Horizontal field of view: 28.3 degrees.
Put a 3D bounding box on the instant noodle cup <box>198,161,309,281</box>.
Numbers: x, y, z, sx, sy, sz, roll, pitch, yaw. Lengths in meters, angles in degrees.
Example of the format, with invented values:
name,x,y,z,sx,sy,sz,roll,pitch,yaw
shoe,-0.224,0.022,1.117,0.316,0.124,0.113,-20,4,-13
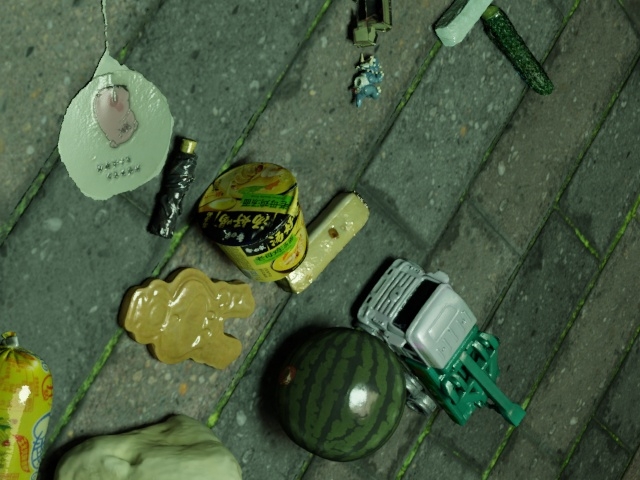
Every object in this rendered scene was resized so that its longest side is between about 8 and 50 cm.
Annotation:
name,x,y,z,sx,sy,sz,roll,pitch,yaw
instant noodle cup,-0.089,-0.020,1.822,0.151,0.151,0.122,-48,144,-21

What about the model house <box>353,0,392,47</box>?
name,x,y,z,sx,sy,sz,roll,pitch,yaw
model house,0.080,-0.336,1.928,0.058,0.057,0.083,-4,90,-71

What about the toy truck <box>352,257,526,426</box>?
name,x,y,z,sx,sy,sz,roll,pitch,yaw
toy truck,0.212,0.188,2.171,0.176,0.178,0.363,-53,132,-16

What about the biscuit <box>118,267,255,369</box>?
name,x,y,z,sx,sy,sz,roll,pitch,yaw
biscuit,-0.191,0.112,1.845,0.236,0.040,0.144,14,90,-49

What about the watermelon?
name,x,y,z,sx,sy,sz,roll,pitch,yaw
watermelon,0.032,0.237,1.985,0.212,0.212,0.212,-19,118,-39

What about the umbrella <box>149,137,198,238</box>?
name,x,y,z,sx,sy,sz,roll,pitch,yaw
umbrella,-0.199,-0.071,1.758,0.040,0.037,0.144,13,99,-33

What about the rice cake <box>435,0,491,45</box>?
name,x,y,z,sx,sy,sz,roll,pitch,yaw
rice cake,0.268,-0.415,2.084,0.245,0.042,0.045,-52,123,-18

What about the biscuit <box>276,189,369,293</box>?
name,x,y,z,sx,sy,sz,roll,pitch,yaw
biscuit,0.000,0.000,1.975,0.188,0.052,0.056,-49,121,-21

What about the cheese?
name,x,y,z,sx,sy,sz,roll,pitch,yaw
cheese,-0.226,0.359,1.760,0.251,0.248,0.174,3,103,-39

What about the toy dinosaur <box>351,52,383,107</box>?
name,x,y,z,sx,sy,sz,roll,pitch,yaw
toy dinosaur,0.070,-0.246,1.962,0.047,0.030,0.083,2,103,-44

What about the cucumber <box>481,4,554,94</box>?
name,x,y,z,sx,sy,sz,roll,pitch,yaw
cucumber,0.344,-0.321,2.197,0.044,0.043,0.256,-56,136,-6

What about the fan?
name,x,y,z,sx,sy,sz,roll,pitch,yaw
fan,-0.270,-0.204,1.655,0.182,0.010,0.310,-23,121,-37

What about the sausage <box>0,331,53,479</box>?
name,x,y,z,sx,sy,sz,roll,pitch,yaw
sausage,-0.421,0.286,1.614,0.123,0.123,0.347,6,100,-46
